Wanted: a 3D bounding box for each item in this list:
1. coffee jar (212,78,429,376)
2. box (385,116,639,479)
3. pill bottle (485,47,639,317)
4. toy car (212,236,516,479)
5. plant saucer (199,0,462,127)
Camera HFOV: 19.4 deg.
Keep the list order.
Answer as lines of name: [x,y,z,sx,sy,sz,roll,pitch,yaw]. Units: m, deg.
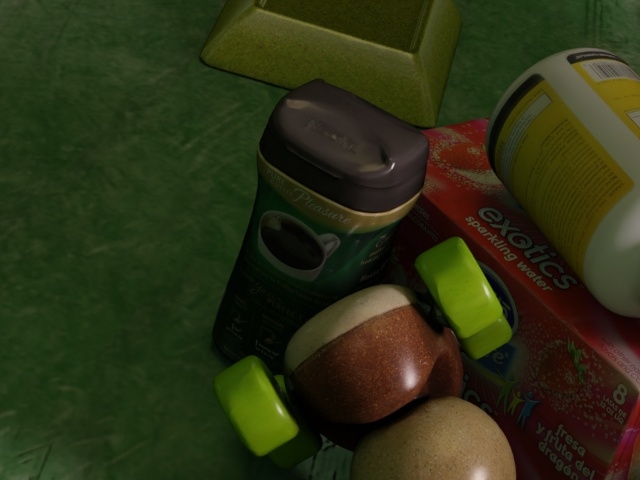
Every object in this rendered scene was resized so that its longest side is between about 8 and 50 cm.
coffee jar: [0.000,0.000,1.110,0.096,0.184,0.079,31,38,20]
box: [0.135,0.044,1.156,0.128,0.122,0.257,-14,45,-37]
pill bottle: [0.178,-0.021,1.064,0.103,0.103,0.184,-5,41,-27]
toy car: [0.058,0.122,1.015,0.155,0.149,0.188,-30,75,2]
plant saucer: [0.017,-0.176,1.482,0.188,0.045,0.188,16,35,1]
